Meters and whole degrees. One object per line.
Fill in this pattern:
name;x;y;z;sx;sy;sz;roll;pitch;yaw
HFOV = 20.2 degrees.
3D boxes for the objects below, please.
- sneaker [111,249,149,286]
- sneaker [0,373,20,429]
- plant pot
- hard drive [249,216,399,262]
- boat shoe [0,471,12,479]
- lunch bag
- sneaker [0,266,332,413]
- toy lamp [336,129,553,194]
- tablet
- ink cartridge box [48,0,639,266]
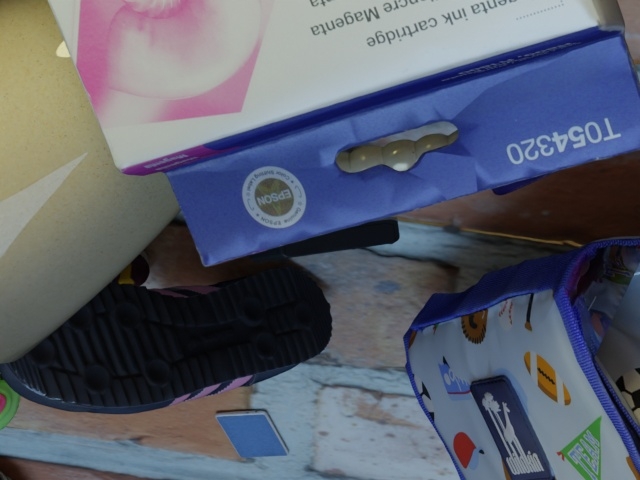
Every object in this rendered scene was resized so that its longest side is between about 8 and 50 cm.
sneaker;-0.212;0.031;1.509;0.069;0.084;0.185;-19;156;32
sneaker;-0.515;0.131;1.704;0.482;0.185;0.202;-3;175;8
plant pot;-0.175;-0.087;1.267;0.274;0.256;0.256;-30;131;19
hard drive;0.000;0.000;1.426;0.094;0.022;0.135;-8;179;-13
boat shoe;-0.369;0.298;1.906;0.324;0.123;0.116;26;138;-24
lunch bag;0.273;0.151;1.417;0.385;0.239;0.328;34;160;-11
sneaker;-0.145;0.096;1.502;0.319;0.112;0.131;-2;164;-39
toy lamp;0.055;-0.058;1.352;0.274;0.080;0.080;-10;140;13
tablet;-0.068;0.194;1.794;0.054;0.006;0.083;-4;143;17
ink cartridge box;-0.003;-0.157;1.066;0.324;0.071;0.330;-16;105;24
